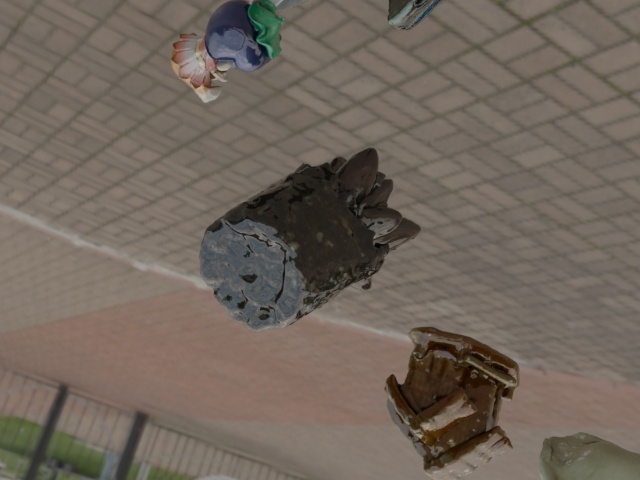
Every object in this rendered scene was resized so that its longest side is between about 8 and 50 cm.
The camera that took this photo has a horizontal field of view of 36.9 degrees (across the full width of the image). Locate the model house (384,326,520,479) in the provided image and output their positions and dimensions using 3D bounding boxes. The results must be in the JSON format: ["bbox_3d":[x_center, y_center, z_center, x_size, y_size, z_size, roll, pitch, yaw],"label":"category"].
[{"bbox_3d":[0.219,0.288,1.610,0.220,0.229,0.199,10,162,14],"label":"model house"}]

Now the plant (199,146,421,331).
[{"bbox_3d":[0.000,0.000,1.234,0.182,0.321,0.194,-26,93,38],"label":"plant"}]

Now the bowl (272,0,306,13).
[{"bbox_3d":[-0.014,-0.448,1.536,0.189,0.189,0.086,-18,102,59],"label":"bowl"}]

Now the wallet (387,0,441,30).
[{"bbox_3d":[0.142,-0.445,1.253,0.044,0.316,0.169,12,160,-22],"label":"wallet"}]

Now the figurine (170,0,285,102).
[{"bbox_3d":[-0.126,-0.255,1.274,0.195,0.111,0.102,-20,142,41],"label":"figurine"}]

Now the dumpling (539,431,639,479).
[{"bbox_3d":[0.401,0.372,1.331,0.258,0.193,0.147,46,130,26],"label":"dumpling"}]
